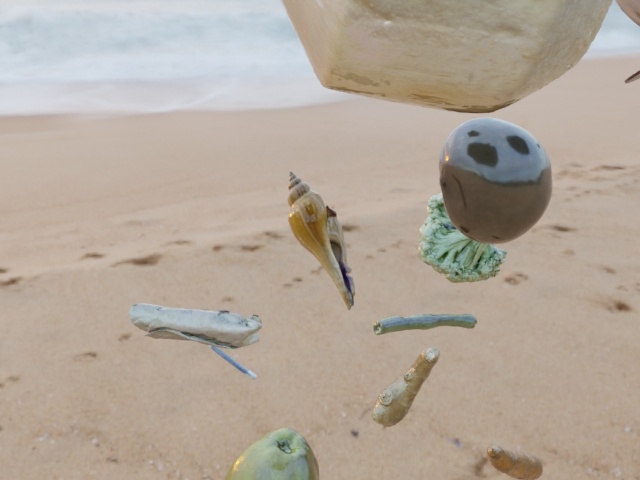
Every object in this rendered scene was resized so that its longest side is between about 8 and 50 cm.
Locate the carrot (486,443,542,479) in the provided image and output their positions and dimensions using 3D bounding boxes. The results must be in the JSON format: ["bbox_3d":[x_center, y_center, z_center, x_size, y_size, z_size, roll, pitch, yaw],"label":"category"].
[{"bbox_3d":[0.379,0.439,1.475,0.059,0.059,0.247,22,-7,41],"label":"carrot"}]

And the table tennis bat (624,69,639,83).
[{"bbox_3d":[0.803,-0.416,1.680,0.274,0.021,0.154,-24,-5,-20],"label":"table tennis bat"}]

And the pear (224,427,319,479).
[{"bbox_3d":[-0.119,0.629,1.865,0.268,0.322,0.269,14,17,-4],"label":"pear"}]

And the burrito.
[{"bbox_3d":[-0.208,0.147,1.278,0.225,0.061,0.087,5,-20,10],"label":"burrito"}]

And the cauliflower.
[{"bbox_3d":[0.404,-0.033,2.043,0.260,0.281,0.327,38,37,21],"label":"cauliflower"}]

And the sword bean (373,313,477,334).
[{"bbox_3d":[0.243,0.188,1.701,0.269,0.038,0.043,0,57,-25],"label":"sword bean"}]

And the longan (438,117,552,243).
[{"bbox_3d":[0.299,-0.106,1.279,0.196,0.220,0.196,-22,10,4],"label":"longan"}]

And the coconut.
[{"bbox_3d":[0.119,-0.328,0.855,0.414,0.345,0.415,12,13,-3],"label":"coconut"}]

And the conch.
[{"bbox_3d":[-0.005,0.001,1.649,0.093,0.331,0.109,-17,6,27],"label":"conch"}]

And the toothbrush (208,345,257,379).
[{"bbox_3d":[-0.302,0.325,2.188,0.288,0.026,0.024,33,13,17],"label":"toothbrush"}]

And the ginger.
[{"bbox_3d":[0.225,0.380,1.955,0.131,0.295,0.086,-2,42,-41],"label":"ginger"}]

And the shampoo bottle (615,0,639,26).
[{"bbox_3d":[0.596,-0.464,1.127,0.272,0.266,0.273,5,63,-10],"label":"shampoo bottle"}]
